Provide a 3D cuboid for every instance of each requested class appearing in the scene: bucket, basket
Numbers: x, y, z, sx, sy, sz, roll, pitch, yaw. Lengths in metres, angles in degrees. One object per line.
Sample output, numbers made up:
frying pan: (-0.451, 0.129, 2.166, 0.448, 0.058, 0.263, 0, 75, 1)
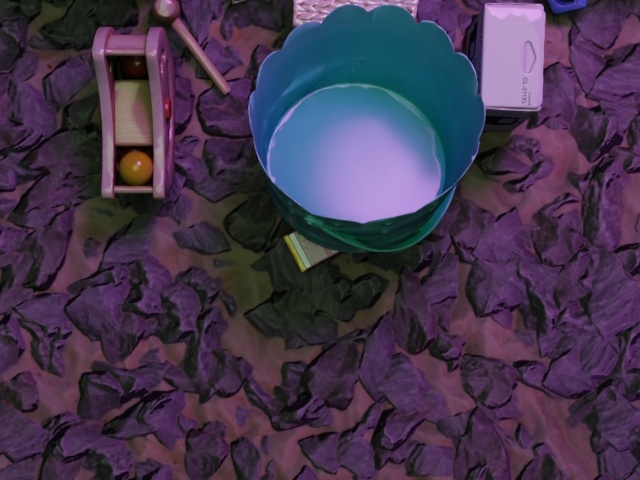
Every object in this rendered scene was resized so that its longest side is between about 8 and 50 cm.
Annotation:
bucket: (0.051, -0.121, 1.243, 0.281, 0.183, 0.281, 0, 74, -1)
basket: (0.046, -0.303, 1.311, 0.167, 0.113, 0.103, 6, 90, 1)

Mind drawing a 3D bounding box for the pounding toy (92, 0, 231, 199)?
pounding toy: (-0.194, -0.184, 1.285, 0.155, 0.154, 0.269, 0, 88, 0)

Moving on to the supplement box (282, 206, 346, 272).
supplement box: (0.000, 0.000, 1.333, 0.083, 0.043, 0.055, -27, 87, -1)

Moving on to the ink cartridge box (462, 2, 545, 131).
ink cartridge box: (0.221, -0.210, 1.276, 0.072, 0.175, 0.127, 3, 87, 0)

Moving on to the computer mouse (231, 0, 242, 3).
computer mouse: (-0.209, -0.378, 1.282, 0.272, 0.072, 0.188, -17, 88, -46)

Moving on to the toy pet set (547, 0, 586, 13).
toy pet set: (0.336, -0.351, 1.352, 0.122, 0.065, 0.114, 21, 53, -2)
